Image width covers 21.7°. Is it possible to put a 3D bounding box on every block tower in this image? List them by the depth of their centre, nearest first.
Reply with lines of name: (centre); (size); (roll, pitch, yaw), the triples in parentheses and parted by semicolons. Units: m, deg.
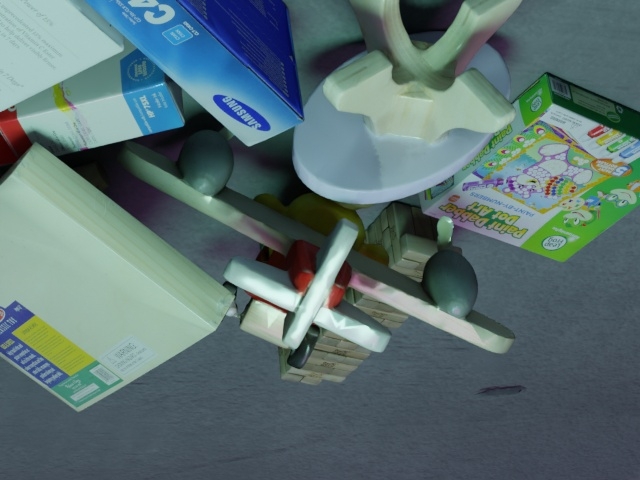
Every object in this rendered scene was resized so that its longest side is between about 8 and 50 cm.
block tower: (0.060, 0.074, 2.235); (0.091, 0.097, 0.335); (13, 142, -28)

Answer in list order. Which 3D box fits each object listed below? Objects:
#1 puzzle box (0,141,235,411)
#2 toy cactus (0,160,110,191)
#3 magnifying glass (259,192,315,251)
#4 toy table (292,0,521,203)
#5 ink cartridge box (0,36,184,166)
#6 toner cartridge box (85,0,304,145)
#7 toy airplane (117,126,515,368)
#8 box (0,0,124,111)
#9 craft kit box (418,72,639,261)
puzzle box: (-0.298, 0.056, 1.890); (0.272, 0.052, 0.409); (38, 148, -14)
toy cactus: (-0.339, -0.036, 1.997); (0.180, 0.112, 0.219); (-27, 134, 10)
magnifying glass: (-0.009, -0.031, 2.124); (0.092, 0.026, 0.231); (8, 142, -21)
toy table: (0.099, -0.169, 1.770); (0.274, 0.252, 0.161); (-44, 163, -27)
ink cartridge box: (-0.268, -0.168, 1.772); (0.231, 0.134, 0.078); (-13, 145, 6)
toner cartridge box: (-0.142, -0.251, 1.654); (0.075, 0.165, 0.348); (-23, 143, 22)
toy airplane: (0.000, 0.000, 1.917); (0.384, 0.272, 0.386); (20, 170, 39)
box: (-0.393, -0.232, 1.624); (0.345, 0.168, 0.215); (-23, 143, 21)
craft kit box: (0.293, -0.084, 2.087); (0.250, 0.061, 0.246); (18, 141, -32)
